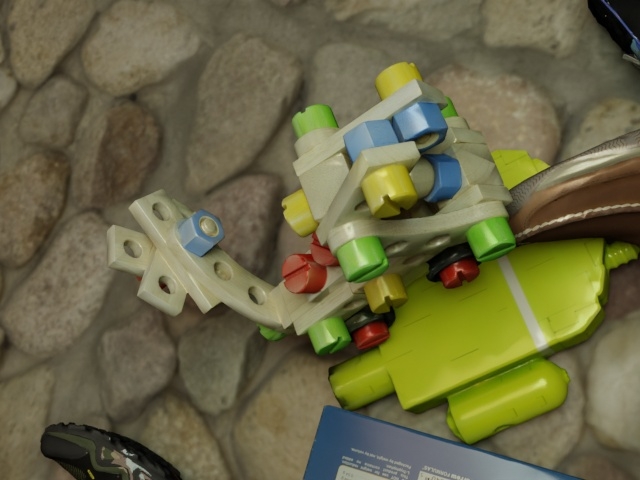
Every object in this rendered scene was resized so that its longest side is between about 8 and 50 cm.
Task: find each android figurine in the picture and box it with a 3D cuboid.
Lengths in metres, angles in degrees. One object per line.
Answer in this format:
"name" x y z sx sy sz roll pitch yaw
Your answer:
"android figurine" 0.120 0.032 0.896 0.273 0.056 0.248 -27 69 11

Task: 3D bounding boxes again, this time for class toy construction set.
"toy construction set" 0.000 0.000 0.782 0.328 0.215 0.151 -21 75 43

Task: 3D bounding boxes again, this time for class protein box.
"protein box" 0.082 0.250 0.806 0.200 0.136 0.201 13 80 19

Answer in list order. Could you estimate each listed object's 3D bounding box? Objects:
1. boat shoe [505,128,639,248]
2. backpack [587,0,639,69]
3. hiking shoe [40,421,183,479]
"boat shoe" 0.292 -0.028 0.798 0.324 0.123 0.116 -11 83 -3
"backpack" 0.312 -0.183 0.861 0.158 0.117 0.173 -35 68 5
"hiking shoe" -0.158 0.236 0.911 0.227 0.086 0.114 27 81 21
